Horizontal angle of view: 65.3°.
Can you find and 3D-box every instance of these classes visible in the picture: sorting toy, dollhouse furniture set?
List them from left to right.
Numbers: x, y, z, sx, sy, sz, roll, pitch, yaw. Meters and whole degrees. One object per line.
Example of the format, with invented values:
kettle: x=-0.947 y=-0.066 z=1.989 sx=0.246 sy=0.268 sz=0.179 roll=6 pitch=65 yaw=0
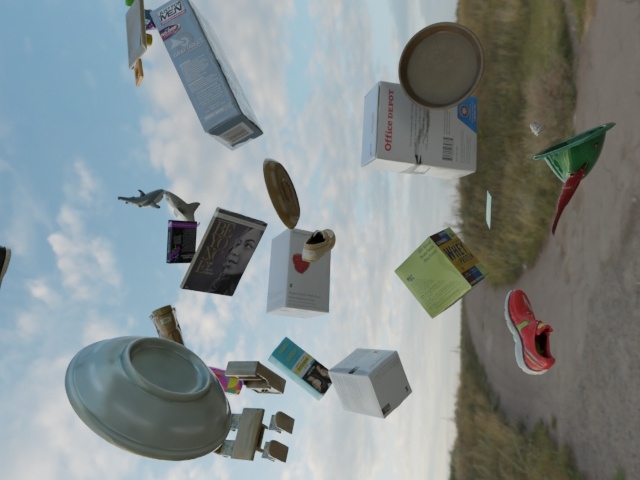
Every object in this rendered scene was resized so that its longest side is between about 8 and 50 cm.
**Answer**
sorting toy: x=-0.561 y=-0.645 z=1.549 sx=0.047 sy=0.196 sz=0.347 roll=-3 pitch=-93 yaw=-33
dollhouse furniture set: x=-0.202 y=0.480 z=1.394 sx=0.161 sy=0.212 sz=0.242 roll=49 pitch=-138 yaw=-44

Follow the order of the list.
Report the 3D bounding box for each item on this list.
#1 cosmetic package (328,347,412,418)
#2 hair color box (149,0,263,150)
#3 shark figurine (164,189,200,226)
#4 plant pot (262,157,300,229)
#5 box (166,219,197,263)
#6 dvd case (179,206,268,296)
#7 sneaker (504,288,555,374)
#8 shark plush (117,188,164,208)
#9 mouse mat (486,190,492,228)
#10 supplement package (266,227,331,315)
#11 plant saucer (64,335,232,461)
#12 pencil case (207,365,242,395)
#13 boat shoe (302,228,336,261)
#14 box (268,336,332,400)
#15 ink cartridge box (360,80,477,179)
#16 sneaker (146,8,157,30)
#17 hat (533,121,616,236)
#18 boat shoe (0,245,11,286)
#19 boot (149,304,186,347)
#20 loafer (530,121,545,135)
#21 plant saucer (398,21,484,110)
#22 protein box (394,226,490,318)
cosmetic package: x=0.154 y=0.440 z=1.559 sx=0.151 sy=0.184 sz=0.151 roll=-28 pitch=-79 yaw=-40
hair color box: x=-0.303 y=-0.449 z=1.358 sx=0.374 sy=0.114 sz=0.185 roll=64 pitch=-172 yaw=9
shark figurine: x=-0.584 y=-0.121 z=2.251 sx=0.116 sy=0.166 sz=0.278 roll=-45 pitch=-35 yaw=-19
plant pot: x=-0.114 y=-0.151 z=1.560 sx=0.236 sy=0.033 sz=0.236 roll=-18 pitch=-90 yaw=-77
box: x=-0.517 y=0.006 z=1.860 sx=0.116 sy=0.029 sz=0.162 roll=3 pitch=-90 yaw=-53
dvd case: x=-0.240 y=0.035 z=1.260 sx=0.165 sy=0.018 sz=0.221 roll=18 pitch=-79 yaw=-49
sneaker: x=0.665 y=0.273 z=1.557 sx=0.118 sy=0.107 sz=0.278 roll=129 pitch=143 yaw=-51
shark plush: x=-0.665 y=-0.160 z=1.852 sx=0.073 sy=0.161 sz=0.067 roll=-136 pitch=50 yaw=-63
mouse mat: x=0.794 y=-0.146 z=2.353 sx=0.189 sy=0.007 sz=0.152 roll=-50 pitch=-40 yaw=-69
supplement package: x=-0.078 y=0.123 z=1.827 sx=0.175 sy=0.178 sz=0.292 roll=-29 pitch=54 yaw=58
plant saucer: x=-0.372 y=0.328 z=1.169 sx=0.100 sy=0.401 sz=0.400 roll=-59 pitch=-12 yaw=11
pencil case: x=-0.421 y=0.552 z=2.001 sx=0.104 sy=0.237 sz=0.104 roll=-50 pitch=32 yaw=47
boat shoe: x=0.000 y=0.000 z=1.389 sx=0.170 sy=0.063 sz=0.059 roll=-50 pitch=-35 yaw=-57
box: x=-0.068 y=0.475 z=1.855 sx=0.100 sy=0.244 sz=0.060 roll=-48 pitch=-9 yaw=-38
ink cartridge box: x=0.360 y=-0.396 z=1.836 sx=0.166 sy=0.395 sz=0.285 roll=161 pitch=113 yaw=-73
sneaker: x=-0.551 y=-0.743 z=1.693 sx=0.170 sy=0.071 sz=0.068 roll=-45 pitch=-6 yaw=-39
hat: x=0.613 y=-0.148 z=1.168 sx=0.183 sy=0.209 sz=0.173 roll=64 pitch=-152 yaw=-3
boat shoe: x=-0.854 y=0.118 z=1.254 sx=0.079 sy=0.084 sz=0.232 roll=28 pitch=-120 yaw=-52
boot: x=-0.467 y=0.351 z=1.596 sx=0.236 sy=0.089 sz=0.269 roll=134 pitch=115 yaw=-74
loafer: x=0.760 y=-0.397 z=1.752 sx=0.045 sy=0.039 sz=0.125 roll=-56 pitch=-17 yaw=21
plant saucer: x=0.394 y=-0.566 z=1.635 sx=0.041 sy=0.278 sz=0.277 roll=-20 pitch=-70 yaw=-64
protein box: x=0.392 y=0.104 z=1.623 sx=0.136 sy=0.201 sz=0.199 roll=-20 pitch=-24 yaw=-45
